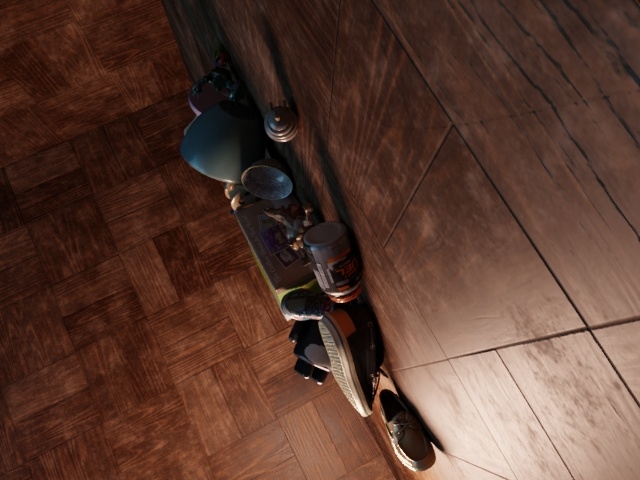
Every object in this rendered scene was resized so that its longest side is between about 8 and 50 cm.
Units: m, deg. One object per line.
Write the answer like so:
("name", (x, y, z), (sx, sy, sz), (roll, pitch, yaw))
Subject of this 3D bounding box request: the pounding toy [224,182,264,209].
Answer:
("pounding toy", (-0.245, -0.161, 1.840), (0.154, 0.269, 0.155), (-51, 55, 31))

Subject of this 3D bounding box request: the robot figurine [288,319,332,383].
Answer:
("robot figurine", (0.011, 0.347, 1.759), (0.174, 0.278, 0.209), (19, 169, 27))

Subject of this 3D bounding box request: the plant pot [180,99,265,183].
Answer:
("plant pot", (-0.307, -0.356, 1.715), (0.290, 0.290, 0.195), (56, 133, 38))

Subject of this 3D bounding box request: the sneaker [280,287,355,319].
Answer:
("sneaker", (0.007, 0.205, 1.606), (0.125, 0.262, 0.104), (146, 132, -68))

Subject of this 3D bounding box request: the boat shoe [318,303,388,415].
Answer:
("boat shoe", (0.121, 0.383, 1.582), (0.187, 0.156, 0.500), (45, 158, 45))

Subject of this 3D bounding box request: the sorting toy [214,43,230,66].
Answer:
("sorting toy", (-0.331, -0.619, 1.719), (0.061, 0.042, 0.102), (-58, 36, 31))

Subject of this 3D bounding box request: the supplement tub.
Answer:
("supplement tub", (0.037, 0.056, 1.281), (0.117, 0.117, 0.190), (49, 163, 58))

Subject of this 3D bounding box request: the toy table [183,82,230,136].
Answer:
("toy table", (-0.441, -0.515, 2.089), (0.161, 0.252, 0.274), (99, 157, -46))

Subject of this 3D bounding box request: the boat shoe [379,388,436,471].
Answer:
("boat shoe", (0.252, 0.571, 1.551), (0.302, 0.109, 0.098), (-123, 9, -66))

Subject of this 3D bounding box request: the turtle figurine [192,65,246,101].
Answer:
("turtle figurine", (-0.350, -0.536, 1.739), (0.234, 0.175, 0.118), (32, 120, 55))

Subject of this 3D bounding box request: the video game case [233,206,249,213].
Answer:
("video game case", (-0.223, -0.122, 1.956), (0.193, 0.212, 0.023), (-155, 57, -76))

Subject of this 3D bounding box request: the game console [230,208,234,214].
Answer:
("game console", (-0.238, -0.051, 2.206), (0.293, 0.250, 0.173), (-16, -74, -86))

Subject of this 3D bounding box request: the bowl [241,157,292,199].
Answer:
("bowl", (-0.169, -0.217, 1.672), (0.170, 0.170, 0.080), (77, -161, -54))

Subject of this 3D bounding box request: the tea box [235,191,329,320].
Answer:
("tea box", (-0.115, 0.055, 1.801), (0.329, 0.220, 0.323), (59, 171, 24))

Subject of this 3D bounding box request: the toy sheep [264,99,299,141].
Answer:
("toy sheep", (-0.093, -0.277, 1.191), (0.091, 0.091, 0.132), (63, -171, 6))

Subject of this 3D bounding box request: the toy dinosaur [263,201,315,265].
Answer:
("toy dinosaur", (-0.035, -0.011, 1.521), (0.295, 0.127, 0.200), (52, 180, -7))
